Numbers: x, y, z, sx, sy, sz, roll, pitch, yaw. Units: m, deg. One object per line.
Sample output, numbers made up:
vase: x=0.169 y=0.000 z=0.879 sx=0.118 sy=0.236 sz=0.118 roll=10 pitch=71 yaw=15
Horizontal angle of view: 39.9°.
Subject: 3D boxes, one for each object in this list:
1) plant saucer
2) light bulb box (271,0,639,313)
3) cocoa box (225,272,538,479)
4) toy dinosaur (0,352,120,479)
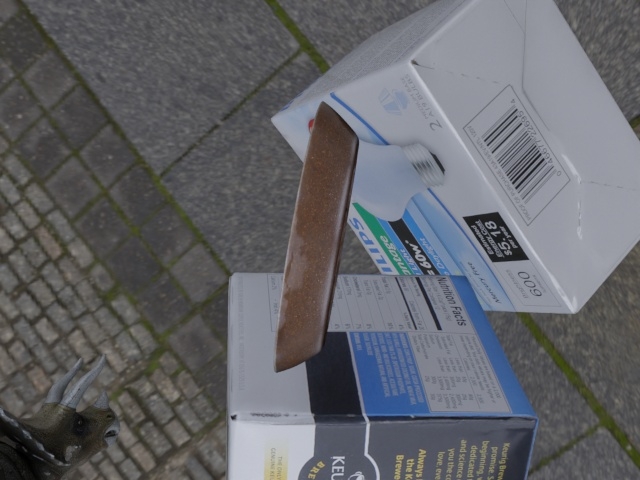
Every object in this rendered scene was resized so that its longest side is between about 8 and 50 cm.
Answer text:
plant saucer: x=0.000 y=0.000 z=0.543 sx=0.029 sy=0.168 sz=0.168 roll=10 pitch=97 yaw=1
light bulb box: x=0.179 y=-0.109 z=1.139 sx=0.225 sy=0.361 sz=0.358 roll=-42 pitch=105 yaw=-23
cocoa box: x=0.029 y=0.228 z=0.783 sx=0.228 sy=0.231 sz=0.347 roll=1 pitch=116 yaw=-6
toy dinosaur: x=-0.221 y=0.183 z=0.542 sx=0.121 sy=0.313 sz=0.160 roll=-10 pitch=93 yaw=7
